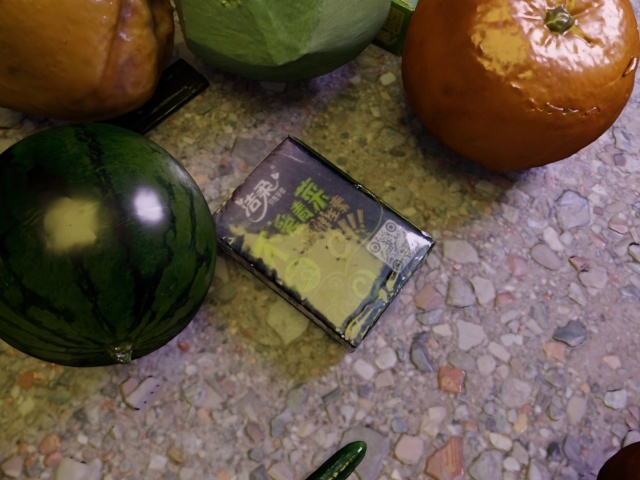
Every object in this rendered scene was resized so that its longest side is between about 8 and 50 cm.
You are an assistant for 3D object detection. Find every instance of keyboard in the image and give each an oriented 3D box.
[{"bbox_3d":[-0.251,-0.178,0.683,0.061,0.013,0.204,42,73,11],"label":"keyboard"}]

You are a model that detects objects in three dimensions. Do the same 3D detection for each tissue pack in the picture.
[{"bbox_3d":[0.000,0.000,0.605,0.236,0.073,0.173,36,71,9],"label":"tissue pack"}]

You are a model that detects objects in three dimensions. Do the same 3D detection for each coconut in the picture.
[{"bbox_3d":[-0.050,-0.346,0.609,0.282,0.329,0.327,12,65,-38],"label":"coconut"}]

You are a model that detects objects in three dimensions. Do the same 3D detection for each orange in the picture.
[{"bbox_3d":[0.242,-0.226,0.623,0.284,0.226,0.283,1,80,-8],"label":"orange"}]

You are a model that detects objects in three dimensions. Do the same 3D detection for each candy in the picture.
[{"bbox_3d":[0.153,-0.385,0.744,0.062,0.097,0.194,33,71,9],"label":"candy"}]

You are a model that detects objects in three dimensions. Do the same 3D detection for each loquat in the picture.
[{"bbox_3d":[-0.323,-0.268,0.589,0.284,0.276,0.275,-10,70,12],"label":"loquat"}]

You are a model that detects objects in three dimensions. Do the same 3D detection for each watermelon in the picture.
[{"bbox_3d":[-0.226,0.006,0.498,0.243,0.242,0.242,1,70,-4],"label":"watermelon"}]

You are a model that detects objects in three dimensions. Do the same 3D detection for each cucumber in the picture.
[{"bbox_3d":[-0.022,0.277,0.522,0.184,0.036,0.033,-32,83,-16],"label":"cucumber"}]

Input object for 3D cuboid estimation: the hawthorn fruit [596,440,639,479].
[{"bbox_3d":[0.389,0.297,0.404,0.309,0.324,0.308,4,43,-4],"label":"hawthorn fruit"}]
